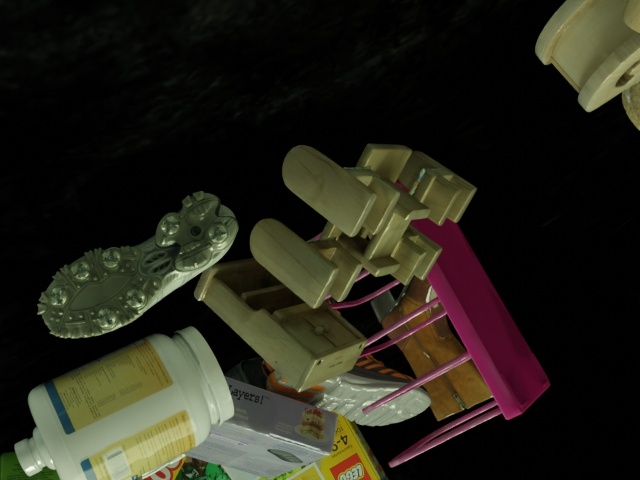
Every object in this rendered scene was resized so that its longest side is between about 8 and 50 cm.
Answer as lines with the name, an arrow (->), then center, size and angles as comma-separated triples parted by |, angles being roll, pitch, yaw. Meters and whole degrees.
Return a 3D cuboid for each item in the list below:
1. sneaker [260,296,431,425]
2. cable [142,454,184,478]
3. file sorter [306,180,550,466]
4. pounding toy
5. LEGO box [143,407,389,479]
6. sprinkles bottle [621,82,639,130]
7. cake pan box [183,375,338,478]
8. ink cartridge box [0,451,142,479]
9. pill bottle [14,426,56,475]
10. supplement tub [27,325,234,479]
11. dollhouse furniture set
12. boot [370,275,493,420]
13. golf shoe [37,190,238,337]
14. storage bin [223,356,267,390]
sneaker -> 0.043, 0.178, 1.146 | 0.321, 0.180, 0.124 | 25, 128, -37
cable -> -0.343, 0.365, 1.245 | 0.257, 0.089, 0.257 | -26, 163, -15
file sorter -> 0.117, 0.102, 0.903 | 0.182, 0.291, 0.202 | -34, 165, 22
pounding toy -> 0.308, -0.171, 0.647 | 0.269, 0.155, 0.154 | -14, 153, -47
LEGO box -> -0.139, 0.526, 1.588 | 0.500, 0.373, 0.193 | -31, 164, 0
sprinkles bottle -> 0.482, -0.245, 0.808 | 0.121, 0.121, 0.355 | -25, 164, -19
cake pan box -> -0.144, 0.271, 1.068 | 0.266, 0.070, 0.246 | 21, 146, -14
ink cartridge box -> -0.373, 0.418, 1.081 | 0.188, 0.097, 0.255 | 0, 130, -22
pill bottle -> -0.342, 0.265, 0.972 | 0.116, 0.065, 0.065 | -25, 164, -16
supplement tub -> -0.216, 0.196, 0.841 | 0.199, 0.144, 0.144 | -23, 163, -23
dollhouse furniture set -> 0.000, 0.000, 0.734 | 0.212, 0.161, 0.242 | -8, 131, -54
boot -> 0.245, 0.179, 1.385 | 0.264, 0.281, 0.096 | -41, 162, 32
golf shoe -> -0.145, 0.030, 0.612 | 0.176, 0.069, 0.086 | -28, 170, -4
storage bin -> -0.113, 0.292, 1.373 | 0.084, 0.122, 0.180 | -35, 164, 18
